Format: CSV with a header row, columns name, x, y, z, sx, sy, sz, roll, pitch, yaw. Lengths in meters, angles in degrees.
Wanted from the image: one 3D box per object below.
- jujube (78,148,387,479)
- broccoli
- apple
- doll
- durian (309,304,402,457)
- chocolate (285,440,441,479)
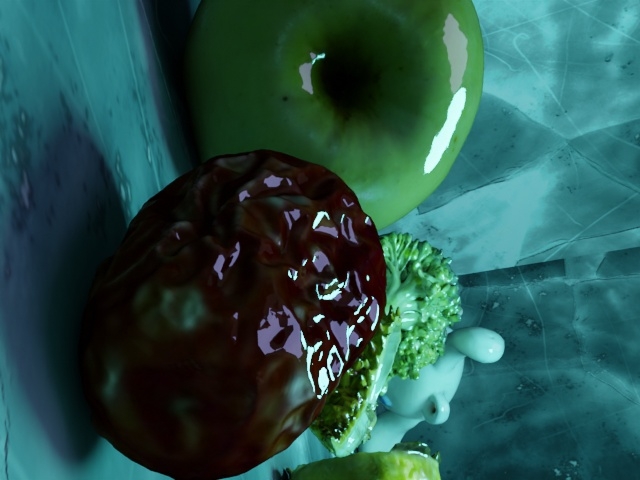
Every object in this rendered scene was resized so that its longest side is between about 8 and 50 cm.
name,x,y,z,sx,sy,sz,roll,pitch,yaw
jujube,-0.045,0.038,0.626,0.230,0.155,0.155,-66,147,-69
broccoli,0.073,0.115,1.747,0.247,0.263,0.243,49,33,3
apple,0.003,-0.131,0.953,0.262,0.262,0.263,-9,90,-85
doll,0.141,0.156,1.971,0.187,0.376,0.366,24,38,-42
durian,0.013,0.135,1.110,0.252,0.144,0.139,73,12,-82
chocolate,0.065,0.414,1.056,0.162,0.162,0.446,70,13,-64
